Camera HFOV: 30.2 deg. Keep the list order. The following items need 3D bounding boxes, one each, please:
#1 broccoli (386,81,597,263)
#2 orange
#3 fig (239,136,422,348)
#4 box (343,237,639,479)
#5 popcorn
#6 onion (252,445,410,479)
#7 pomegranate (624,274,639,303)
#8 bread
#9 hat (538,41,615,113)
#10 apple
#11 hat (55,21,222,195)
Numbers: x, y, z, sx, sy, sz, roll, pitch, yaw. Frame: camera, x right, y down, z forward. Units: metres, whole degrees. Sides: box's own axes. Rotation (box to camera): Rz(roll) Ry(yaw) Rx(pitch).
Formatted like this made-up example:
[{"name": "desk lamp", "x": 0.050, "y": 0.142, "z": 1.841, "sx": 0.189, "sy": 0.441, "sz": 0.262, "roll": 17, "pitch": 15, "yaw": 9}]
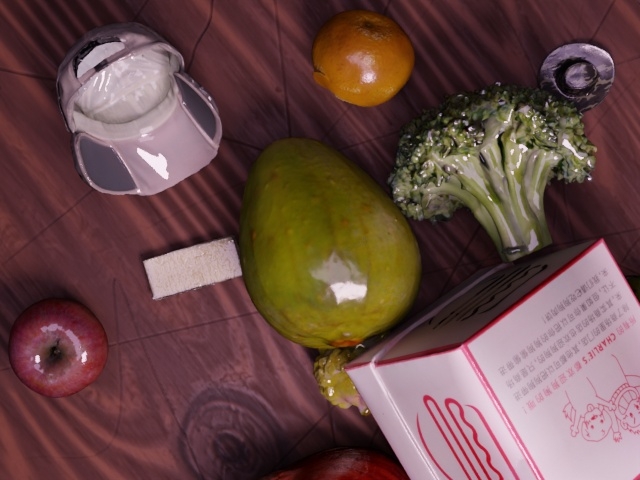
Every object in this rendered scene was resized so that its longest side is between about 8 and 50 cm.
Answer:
[{"name": "broccoli", "x": 0.255, "y": -0.112, "z": 1.728, "sx": 0.260, "sy": 0.288, "sz": 0.235, "roll": 48, "pitch": 53, "yaw": -9}, {"name": "orange", "x": 0.062, "y": -0.268, "z": 1.765, "sx": 0.154, "sy": 0.155, "sz": 0.134, "roll": 9, "pitch": 136, "yaw": -1}, {"name": "fig", "x": 0.000, "y": 0.000, "z": 1.739, "sx": 0.258, "sy": 0.258, "sz": 0.326, "roll": -24, "pitch": 70, "yaw": 2}, {"name": "box", "x": 0.284, "y": 0.213, "z": 1.671, "sx": 0.314, "sy": 0.300, "sz": 0.312, "roll": -33, "pitch": 94, "yaw": -29}, {"name": "popcorn", "x": 0.062, "y": 0.196, "z": 1.815, "sx": 0.145, "sy": 0.126, "sz": 0.126, "roll": 0, "pitch": 120, "yaw": -16}, {"name": "onion", "x": 0.013, "y": 0.478, "z": 1.746, "sx": 0.341, "sy": 0.341, "sz": 0.341, "roll": 0, "pitch": 94, "yaw": 0}, {"name": "pomegranate", "x": 0.484, "y": 0.112, "z": 1.813, "sx": 0.130, "sy": 0.130, "sz": 0.130, "roll": 0, "pitch": 94, "yaw": 0}, {"name": "bread", "x": -0.196, "y": 0.042, "z": 1.842, "sx": 0.153, "sy": 0.028, "sz": 0.068, "roll": -17, "pitch": 94, "yaw": 2}, {"name": "hat", "x": 0.396, "y": -0.251, "z": 1.810, "sx": 0.121, "sy": 0.050, "sz": 0.121, "roll": 0, "pitch": 92, "yaw": -2}, {"name": "apple", "x": -0.399, "y": 0.162, "z": 1.806, "sx": 0.153, "sy": 0.120, "sz": 0.153, "roll": 0, "pitch": 100, "yaw": 2}, {"name": "hat", "x": -0.269, "y": -0.197, "z": 1.770, "sx": 0.232, "sy": 0.161, "sz": 0.275, "roll": -29, "pitch": 118, "yaw": 13}]
